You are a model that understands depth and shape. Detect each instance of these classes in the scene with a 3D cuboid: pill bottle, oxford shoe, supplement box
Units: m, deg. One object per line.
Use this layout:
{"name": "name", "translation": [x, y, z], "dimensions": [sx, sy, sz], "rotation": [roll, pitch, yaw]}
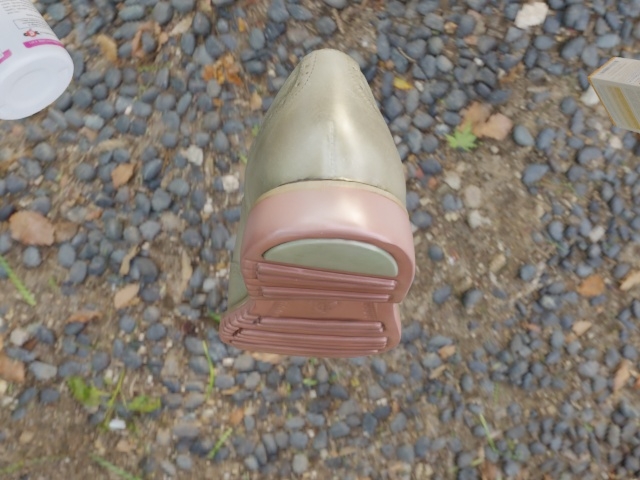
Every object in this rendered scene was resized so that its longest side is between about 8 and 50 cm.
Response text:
{"name": "pill bottle", "translation": [-0.543, -0.350, 1.634], "dimensions": [0.160, 0.160, 0.283], "rotation": [-39, 75, 6]}
{"name": "oxford shoe", "translation": [0.000, 0.000, 0.762], "dimensions": [0.141, 0.397, 0.146], "rotation": [4, 70, -8]}
{"name": "supplement box", "translation": [0.299, -0.133, 0.930], "dimensions": [0.036, 0.098, 0.062], "rotation": [-37, 111, -3]}
